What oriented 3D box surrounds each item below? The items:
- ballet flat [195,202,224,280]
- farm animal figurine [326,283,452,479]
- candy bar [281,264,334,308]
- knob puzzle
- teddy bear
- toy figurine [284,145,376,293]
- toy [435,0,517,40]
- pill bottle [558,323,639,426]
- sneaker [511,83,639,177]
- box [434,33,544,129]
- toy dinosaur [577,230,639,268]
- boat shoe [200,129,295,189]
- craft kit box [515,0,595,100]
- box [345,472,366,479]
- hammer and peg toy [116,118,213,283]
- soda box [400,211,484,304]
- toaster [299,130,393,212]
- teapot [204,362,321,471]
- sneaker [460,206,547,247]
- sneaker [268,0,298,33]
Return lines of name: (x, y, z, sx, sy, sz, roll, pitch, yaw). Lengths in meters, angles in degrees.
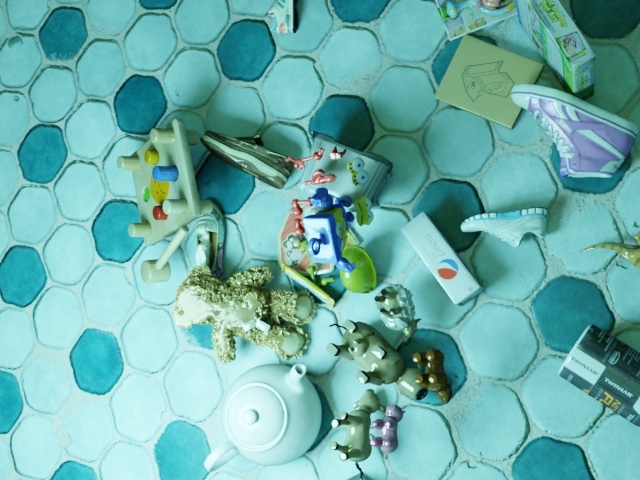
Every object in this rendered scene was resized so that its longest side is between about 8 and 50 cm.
ballet flat: (-0.284, 0.006, 1.982, 0.077, 0.079, 0.221, -5, 80, 18)
farm animal figurine: (0.140, 0.308, 1.754, 0.330, 0.172, 0.326, -41, 59, 18)
candy bar: (-0.030, 0.108, 1.895, 0.161, 0.040, 0.018, 35, 68, 16)
knob puzzle: (-0.029, 0.000, 1.919, 0.213, 0.030, 0.213, -3, 82, 19)
teddy bear: (-0.178, 0.173, 1.903, 0.338, 0.113, 0.245, -3, 92, 5)
toy figurine: (0.000, 0.000, 1.730, 0.191, 0.217, 0.362, 0, 115, 20)
toy: (0.388, -0.573, 1.836, 0.237, 0.056, 0.136, -20, 78, 16)
pill bottle: (0.618, 0.286, 1.595, 0.246, 0.130, 0.130, 33, 94, 21)
sneaker: (0.521, -0.229, 1.714, 0.282, 0.102, 0.161, 28, 96, 17)
box: (0.387, -0.365, 1.826, 0.201, 0.021, 0.164, 27, 92, 20)
toy dinosaur: (0.659, 0.026, 1.652, 0.212, 0.064, 0.112, 32, 95, 21)
boat shoe: (-0.177, -0.222, 1.979, 0.258, 0.095, 0.095, 30, 79, 15)
craft kit box: (0.494, -0.431, 1.676, 0.061, 0.250, 0.246, -28, 75, 13)
box: (0.033, 0.609, 1.758, 0.170, 0.130, 0.091, -40, 72, 11)
hammer and peg toy: (-0.372, -0.090, 1.954, 0.266, 0.127, 0.361, -27, 71, 46)
soda box: (0.273, 0.042, 1.781, 0.069, 0.074, 0.216, -39, 72, 11)
toaster: (0.048, -0.156, 1.858, 0.227, 0.129, 0.146, 23, 93, 14)
teapot: (-0.132, 0.405, 1.816, 0.253, 0.187, 0.255, -1, 83, 20)
sneaker: (0.406, -0.023, 1.748, 0.191, 0.071, 0.082, -7, 86, 19)
sneaker: (-0.097, -0.603, 2.012, 0.075, 0.057, 0.161, -2, 85, 14)
